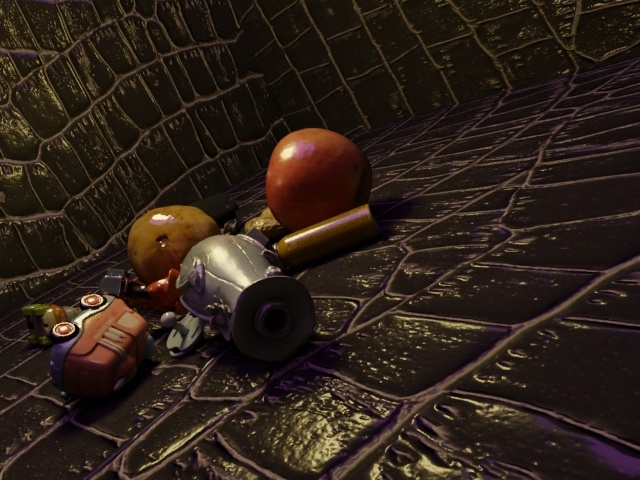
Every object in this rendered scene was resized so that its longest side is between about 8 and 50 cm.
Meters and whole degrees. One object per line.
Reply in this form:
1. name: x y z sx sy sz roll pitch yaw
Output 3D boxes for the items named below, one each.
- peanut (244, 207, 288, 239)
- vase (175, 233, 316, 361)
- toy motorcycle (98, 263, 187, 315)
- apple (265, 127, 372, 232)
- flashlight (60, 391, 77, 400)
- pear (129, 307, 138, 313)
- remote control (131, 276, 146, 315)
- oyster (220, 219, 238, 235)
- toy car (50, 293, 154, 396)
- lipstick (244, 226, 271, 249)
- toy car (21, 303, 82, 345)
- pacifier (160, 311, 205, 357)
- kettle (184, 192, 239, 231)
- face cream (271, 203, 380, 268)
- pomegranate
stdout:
1. peanut: -0.181 -0.066 2.198 0.197 0.110 0.233 -2 27 43
2. vase: -0.181 0.121 1.342 0.250 0.249 0.445 -30 22 -18
3. toy motorcycle: -0.485 0.151 1.668 0.326 0.147 0.221 3 -24 -5
4. apple: -0.001 -0.191 1.902 0.364 0.363 0.364 -23 16 7
5. flashlight: -0.624 0.377 1.524 0.129 0.051 0.051 -39 20 -25
6. pear: -0.613 0.265 1.760 0.141 0.104 0.141 -48 6 7
7. remote control: -0.654 0.217 1.952 0.038 0.123 0.285 -15 16 34
8. oyster: -0.411 -0.058 2.621 0.108 0.053 0.165 -47 19 14
9. toy car: -0.546 0.276 1.466 0.213 0.180 0.270 16 31 5
10. lipstick: -0.192 0.021 1.773 0.068 0.066 0.317 -48 -4 -7
11. toy car: -1.001 0.301 2.202 0.235 0.145 0.235 -11 5 1
12. pacifier: -0.369 0.234 1.489 0.150 0.116 0.126 2 56 51
13. kettle: -0.557 -0.102 2.665 0.308 0.203 0.262 -30 -17 -28
14. face cream: 0.000 0.000 1.717 0.349 0.104 0.105 -21 16 10
15. pomegranate: -0.487 0.033 1.987 0.343 0.342 0.342 -23 16 7
